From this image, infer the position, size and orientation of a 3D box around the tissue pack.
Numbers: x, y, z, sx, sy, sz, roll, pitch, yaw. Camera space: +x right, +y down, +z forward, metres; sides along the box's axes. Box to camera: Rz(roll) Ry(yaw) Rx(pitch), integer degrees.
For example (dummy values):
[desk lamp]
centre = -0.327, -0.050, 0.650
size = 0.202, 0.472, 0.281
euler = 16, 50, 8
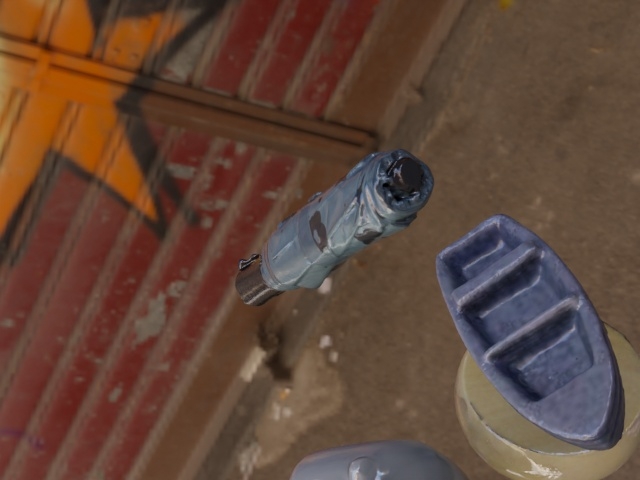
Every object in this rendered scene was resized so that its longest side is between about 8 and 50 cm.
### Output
[tissue pack]
centre = 0.060, 0.416, 1.444
size = 0.229, 0.236, 0.333
euler = -14, 59, 37

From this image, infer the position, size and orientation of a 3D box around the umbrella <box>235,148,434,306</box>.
[umbrella]
centre = 0.000, 0.002, 0.794
size = 0.250, 0.052, 0.053
euler = -36, 39, 57

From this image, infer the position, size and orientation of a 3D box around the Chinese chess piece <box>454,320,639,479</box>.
[Chinese chess piece]
centre = 0.300, 0.204, 1.502
size = 0.097, 0.251, 0.251
euler = 85, 169, -49

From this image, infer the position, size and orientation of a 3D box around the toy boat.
[toy boat]
centre = 0.211, 0.093, 1.126
size = 0.127, 0.078, 0.283
euler = -33, 45, 7
